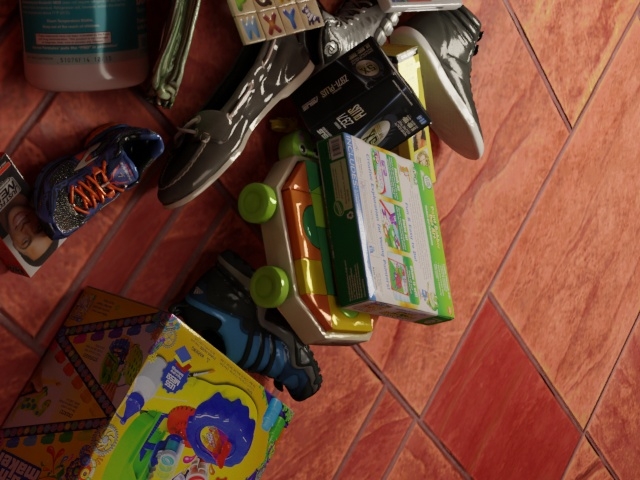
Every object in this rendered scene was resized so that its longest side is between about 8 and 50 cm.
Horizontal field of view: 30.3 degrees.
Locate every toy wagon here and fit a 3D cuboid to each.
[{"bbox_3d":[-0.008,-0.022,1.685,0.267,0.068,0.344,9,67,-54],"label":"toy wagon"}]

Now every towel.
[{"bbox_3d":[-0.162,-0.279,1.396,0.038,0.325,0.248,15,90,-9],"label":"towel"}]

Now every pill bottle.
[{"bbox_3d":[-0.275,-0.309,1.353,0.146,0.146,0.264,-18,113,-45],"label":"pill bottle"}]

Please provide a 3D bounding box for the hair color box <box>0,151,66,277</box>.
[{"bbox_3d":[-0.368,-0.031,1.395,0.072,0.043,0.141,-53,135,-28],"label":"hair color box"}]

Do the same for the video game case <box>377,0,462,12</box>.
[{"bbox_3d":[0.119,-0.441,1.795,0.183,0.023,0.201,-14,79,-46],"label":"video game case"}]

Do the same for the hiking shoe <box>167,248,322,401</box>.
[{"bbox_3d":[-0.106,0.145,1.712,0.132,0.113,0.304,-39,129,-9],"label":"hiking shoe"}]

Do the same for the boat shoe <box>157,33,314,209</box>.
[{"bbox_3d":[-0.132,-0.176,1.592,0.095,0.112,0.335,52,53,-21],"label":"boat shoe"}]

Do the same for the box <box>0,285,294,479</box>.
[{"bbox_3d":[-0.230,0.260,1.524,0.290,0.177,0.279,45,67,-44],"label":"box"}]

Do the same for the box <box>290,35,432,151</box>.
[{"bbox_3d":[0.061,-0.194,1.732,0.147,0.077,0.180,-33,152,10],"label":"box"}]

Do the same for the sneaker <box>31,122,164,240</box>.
[{"bbox_3d":[-0.268,-0.080,1.432,0.221,0.087,0.083,-57,132,-43],"label":"sneaker"}]

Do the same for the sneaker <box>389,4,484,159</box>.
[{"bbox_3d":[0.233,-0.276,1.973,0.147,0.104,0.296,-49,128,-22],"label":"sneaker"}]

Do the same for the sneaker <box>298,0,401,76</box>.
[{"bbox_3d":[0.040,-0.334,1.757,0.132,0.086,0.229,34,75,-45],"label":"sneaker"}]

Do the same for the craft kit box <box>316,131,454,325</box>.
[{"bbox_3d":[0.099,-0.011,1.728,0.246,0.061,0.250,14,63,-51],"label":"craft kit box"}]

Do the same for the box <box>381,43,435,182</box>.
[{"bbox_3d":[0.122,-0.195,1.884,0.058,0.087,0.232,-31,123,-38],"label":"box"}]

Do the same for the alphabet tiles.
[{"bbox_3d":[-0.055,-0.384,1.638,0.237,0.009,0.198,-23,95,-43],"label":"alphabet tiles"}]
